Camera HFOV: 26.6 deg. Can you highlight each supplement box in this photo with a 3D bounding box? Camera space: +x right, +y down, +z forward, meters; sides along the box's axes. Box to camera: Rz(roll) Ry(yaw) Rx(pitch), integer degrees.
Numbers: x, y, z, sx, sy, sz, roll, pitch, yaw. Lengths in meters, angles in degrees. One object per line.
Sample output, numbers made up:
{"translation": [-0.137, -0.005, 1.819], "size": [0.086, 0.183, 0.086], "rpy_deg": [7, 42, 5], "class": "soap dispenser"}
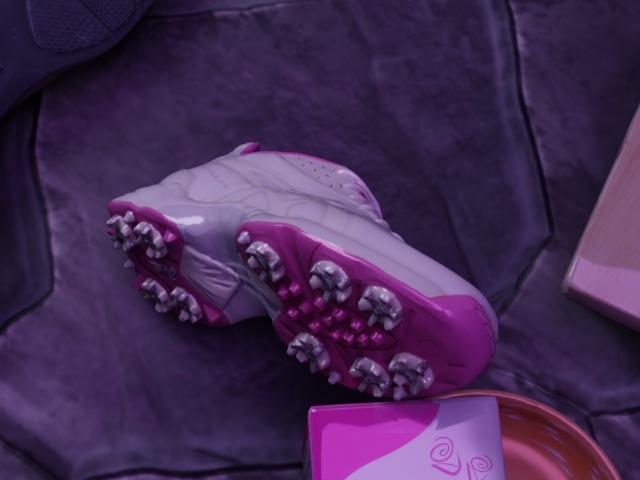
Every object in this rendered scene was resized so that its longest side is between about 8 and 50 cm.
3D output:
{"translation": [0.051, 0.209, 0.782], "size": [0.111, 0.114, 0.220], "rpy_deg": [-2, 73, -4], "class": "supplement box"}

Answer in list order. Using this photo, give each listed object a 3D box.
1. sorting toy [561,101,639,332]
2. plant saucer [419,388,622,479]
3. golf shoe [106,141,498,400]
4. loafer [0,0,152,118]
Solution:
{"translation": [0.321, -0.012, 0.929], "size": [0.255, 0.089, 0.257], "rpy_deg": [26, 71, 4], "class": "sorting toy"}
{"translation": [0.103, 0.196, 0.869], "size": [0.200, 0.037, 0.200], "rpy_deg": [1, 71, -3], "class": "plant saucer"}
{"translation": [0.000, 0.000, 0.829], "size": [0.306, 0.115, 0.140], "rpy_deg": [19, 47, 43], "class": "golf shoe"}
{"translation": [-0.227, -0.138, 0.929], "size": [0.302, 0.095, 0.109], "rpy_deg": [-48, 117, -19], "class": "loafer"}
